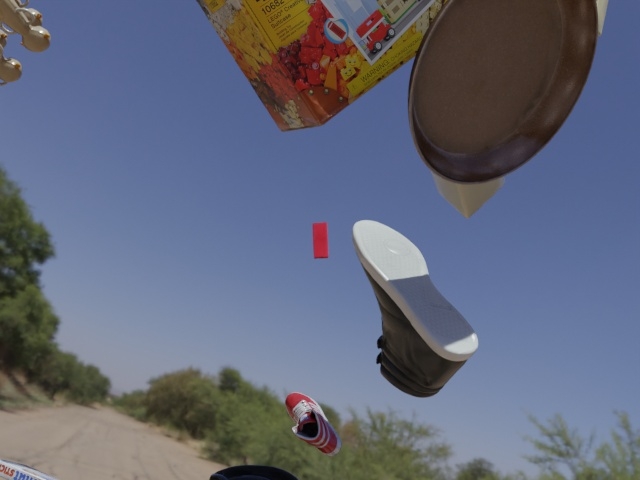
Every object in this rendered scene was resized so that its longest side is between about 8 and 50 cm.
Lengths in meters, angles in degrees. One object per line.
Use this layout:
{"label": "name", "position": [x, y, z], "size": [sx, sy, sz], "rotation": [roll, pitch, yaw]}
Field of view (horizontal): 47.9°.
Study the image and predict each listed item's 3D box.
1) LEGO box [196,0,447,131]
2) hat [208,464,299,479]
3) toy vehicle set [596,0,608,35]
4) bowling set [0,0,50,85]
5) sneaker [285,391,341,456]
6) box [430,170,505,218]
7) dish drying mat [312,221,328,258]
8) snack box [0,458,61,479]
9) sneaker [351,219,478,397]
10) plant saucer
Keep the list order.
{"label": "LEGO box", "position": [0.053, -0.470, 1.170], "size": [0.372, 0.500, 0.193], "rotation": [56, -17, -18]}
{"label": "hat", "position": [-0.119, 0.454, 1.205], "size": [0.331, 0.134, 0.331], "rotation": [-6, 4, 0]}
{"label": "toy vehicle set", "position": [0.482, -0.477, 1.555], "size": [0.267, 0.166, 0.035], "rotation": [-6, -35, 46]}
{"label": "bowling set", "position": [-0.542, -0.370, 1.215], "size": [0.287, 0.199, 0.154], "rotation": [-10, -41, 31]}
{"label": "sneaker", "position": [-0.022, 0.239, 0.980], "size": [0.118, 0.042, 0.067], "rotation": [40, -5, 44]}
{"label": "box", "position": [0.265, -0.154, 1.335], "size": [0.094, 0.113, 0.275], "rotation": [46, -4, 27]}
{"label": "dish drying mat", "position": [0.000, 0.000, 1.545], "size": [0.032, 0.083, 0.008], "rotation": [-4, -26, 4]}
{"label": "snack box", "position": [-0.384, 0.338, 1.001], "size": [0.178, 0.022, 0.064], "rotation": [6, -23, 34]}
{"label": "sneaker", "position": [0.107, 0.103, 1.062], "size": [0.105, 0.295, 0.147], "rotation": [-4, -47, -29]}
{"label": "plant saucer", "position": [0.231, -0.221, 0.943], "size": [0.311, 0.310, 0.050], "rotation": [32, 8, -44]}
